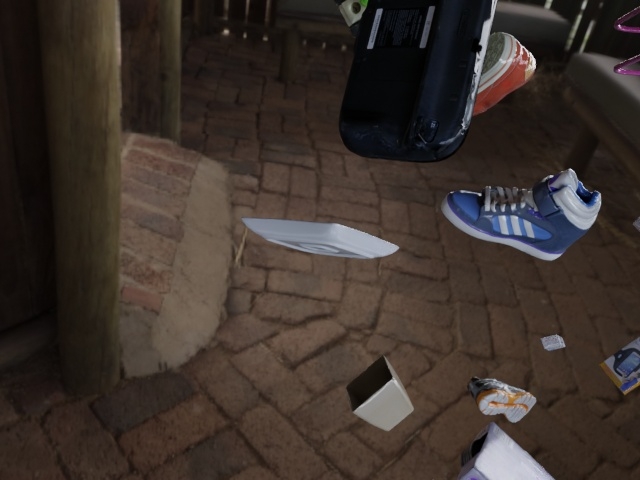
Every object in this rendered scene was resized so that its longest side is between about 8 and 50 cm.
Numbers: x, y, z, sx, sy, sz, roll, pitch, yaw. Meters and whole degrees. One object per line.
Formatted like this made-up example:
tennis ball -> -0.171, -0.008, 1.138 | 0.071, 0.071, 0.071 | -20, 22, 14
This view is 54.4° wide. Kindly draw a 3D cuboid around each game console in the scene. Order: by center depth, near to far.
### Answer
game console -> 0.084, -0.235, 0.496 | 0.213, 0.362, 0.044 | 7, -12, 38

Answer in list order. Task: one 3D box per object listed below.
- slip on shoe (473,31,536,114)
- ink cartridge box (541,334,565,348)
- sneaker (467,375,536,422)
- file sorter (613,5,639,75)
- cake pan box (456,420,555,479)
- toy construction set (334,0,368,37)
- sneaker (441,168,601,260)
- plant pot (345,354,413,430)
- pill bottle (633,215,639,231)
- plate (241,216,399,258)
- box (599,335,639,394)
slip on shoe -> 0.283, -0.283, 1.223 | 0.101, 0.331, 0.123 | 17, 66, -23
ink cartridge box -> 0.660, 0.291, 1.769 | 0.083, 0.048, 0.028 | 25, 49, -54
sneaker -> 0.432, 0.369, 1.479 | 0.214, 0.084, 0.083 | 25, 15, -37
file sorter -> 0.514, -0.371, 0.819 | 0.201, 0.291, 0.182 | 2, 2, -5
cake pan box -> 0.421, 0.535, 1.329 | 0.267, 0.070, 0.245 | 43, 20, 12
toy construction set -> 0.137, -0.414, 0.953 | 0.215, 0.151, 0.327 | -24, -3, 32
sneaker -> 0.467, -0.099, 1.421 | 0.322, 0.236, 0.130 | 22, 45, 0
plant pot -> 0.129, 0.323, 1.281 | 0.096, 0.109, 0.109 | 47, 6, -13
pill bottle -> 0.754, -0.077, 1.291 | 0.108, 0.193, 0.108 | 40, 15, -12
plate -> 0.000, 0.000, 1.445 | 0.277, 0.045, 0.278 | 4, -8, 37
box -> 0.716, 0.276, 1.410 | 0.028, 0.136, 0.081 | 34, 19, -49
